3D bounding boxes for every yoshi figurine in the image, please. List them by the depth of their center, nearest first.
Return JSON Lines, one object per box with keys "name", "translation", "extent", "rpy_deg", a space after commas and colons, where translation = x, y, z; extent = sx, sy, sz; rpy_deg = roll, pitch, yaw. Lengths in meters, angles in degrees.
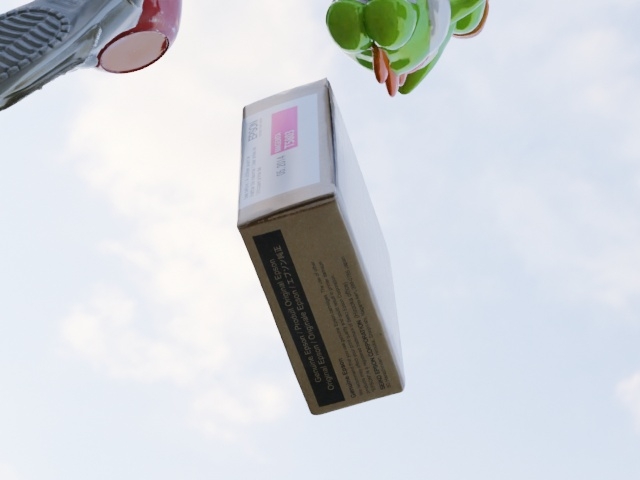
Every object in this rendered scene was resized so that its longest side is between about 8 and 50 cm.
{"name": "yoshi figurine", "translation": [0.084, -0.279, 1.469], "extent": [0.203, 0.362, 0.203], "rpy_deg": [-40, -89, 19]}

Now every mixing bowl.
{"name": "mixing bowl", "translation": [-0.233, -0.260, 1.710], "extent": [0.181, 0.181, 0.098], "rpy_deg": [-45, -119, 45]}

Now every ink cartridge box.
{"name": "ink cartridge box", "translation": [0.000, 0.000, 1.229], "extent": [0.088, 0.235, 0.193], "rpy_deg": [-17, -62, 8]}

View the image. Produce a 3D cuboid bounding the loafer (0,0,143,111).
{"name": "loafer", "translation": [-0.257, -0.190, 1.424], "extent": [0.094, 0.251, 0.087], "rpy_deg": [28, -36, 30]}
